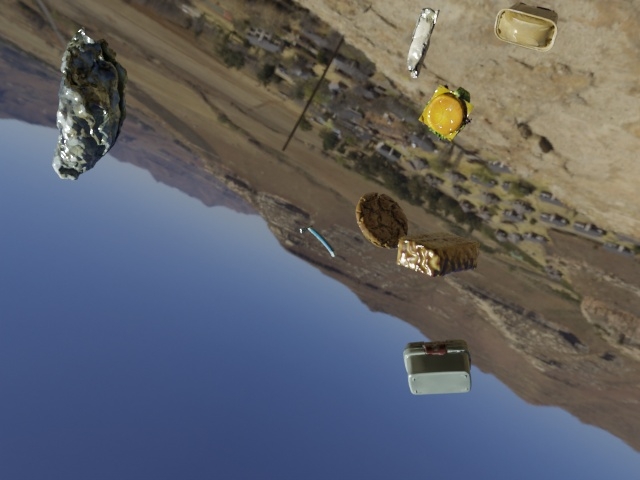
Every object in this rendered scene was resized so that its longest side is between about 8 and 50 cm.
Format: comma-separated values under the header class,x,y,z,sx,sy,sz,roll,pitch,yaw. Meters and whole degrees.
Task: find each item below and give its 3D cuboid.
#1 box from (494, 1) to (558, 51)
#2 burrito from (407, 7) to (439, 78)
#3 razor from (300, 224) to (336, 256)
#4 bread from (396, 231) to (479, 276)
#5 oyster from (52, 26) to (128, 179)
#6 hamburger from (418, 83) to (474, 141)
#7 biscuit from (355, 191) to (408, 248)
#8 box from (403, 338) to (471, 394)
class,x,y,z,sx,sy,sz,roll,pitch,yaw
box,0.593,-0.613,1.352,0.177,0.111,0.111,28,-179,24
burrito,0.346,-0.678,1.622,0.063,0.230,0.058,-4,-145,-28
razor,0.001,-0.003,1.947,0.068,0.037,0.191,-22,-127,-39
bread,0.345,0.035,1.393,0.222,0.096,0.181,-6,-162,-33
oyster,-0.464,-0.263,0.921,0.198,0.268,0.112,-5,177,40
hamburger,0.437,-0.439,1.607,0.164,0.189,0.093,47,-136,5
biscuit,0.223,-0.074,1.671,0.225,0.226,0.042,26,147,-14
box,0.372,0.401,1.492,0.209,0.129,0.148,-7,131,13
